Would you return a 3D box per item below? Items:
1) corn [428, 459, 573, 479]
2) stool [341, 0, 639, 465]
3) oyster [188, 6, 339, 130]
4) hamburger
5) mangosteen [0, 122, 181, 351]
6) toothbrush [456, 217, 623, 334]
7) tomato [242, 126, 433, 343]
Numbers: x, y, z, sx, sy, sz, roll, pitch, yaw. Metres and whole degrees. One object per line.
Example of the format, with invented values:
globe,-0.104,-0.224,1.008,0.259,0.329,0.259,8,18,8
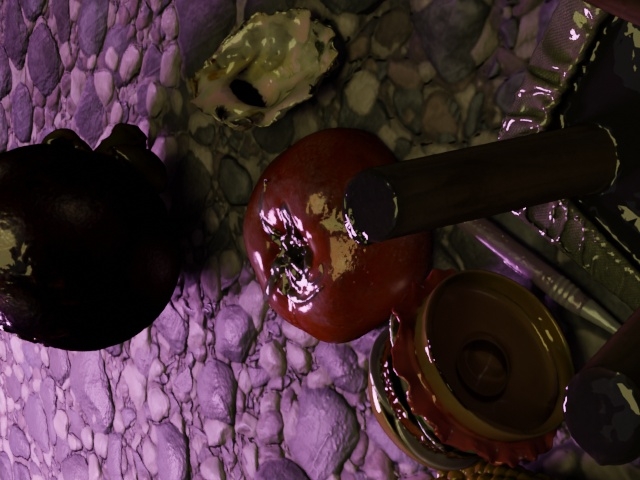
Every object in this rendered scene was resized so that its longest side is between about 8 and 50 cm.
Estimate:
corn,0.211,0.247,0.730,0.320,0.097,0.097,5,101,47
stool,0.209,-0.070,0.564,0.310,0.226,0.310,43,128,33
oyster,-0.059,-0.176,0.981,0.209,0.072,0.133,-31,66,27
hamburger,0.116,0.115,0.758,0.137,0.175,0.175,-45,64,51
mangosteen,-0.314,-0.001,1.147,0.293,0.297,0.297,-42,59,3
toothbrush,0.193,0.035,0.751,0.354,0.029,0.024,43,114,36
tomato,0.000,0.000,0.919,0.237,0.095,0.237,14,108,47
